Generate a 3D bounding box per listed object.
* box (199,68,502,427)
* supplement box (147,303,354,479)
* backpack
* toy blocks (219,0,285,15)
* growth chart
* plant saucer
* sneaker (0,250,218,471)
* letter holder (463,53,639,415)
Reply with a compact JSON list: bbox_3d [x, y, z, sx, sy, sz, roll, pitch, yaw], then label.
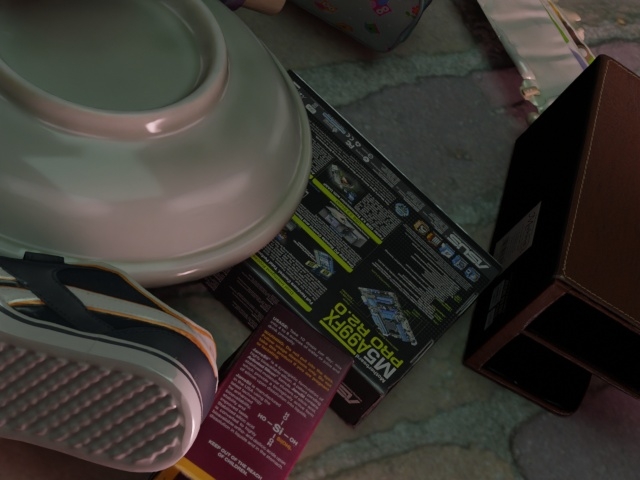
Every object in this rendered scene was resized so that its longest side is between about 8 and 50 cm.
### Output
[{"bbox_3d":[0.000,0.000,1.584,0.270,0.060,0.216,43,46,4],"label":"box"},{"bbox_3d":[-0.062,0.153,1.397,0.081,0.104,0.188,36,46,-4],"label":"supplement box"},{"bbox_3d":[0.058,-0.286,1.748,0.166,0.188,0.144,31,46,-9],"label":"backpack"},{"bbox_3d":[-0.116,-0.386,1.620,0.260,0.288,0.309,14,42,-31],"label":"toy blocks"},{"bbox_3d":[0.225,-0.216,1.904,0.172,0.021,0.237,-2,58,-44],"label":"growth chart"},{"bbox_3d":[-0.188,-0.137,1.489,0.400,0.100,0.400,12,44,-12],"label":"plant saucer"},{"bbox_3d":[-0.229,0.072,1.331,0.321,0.126,0.127,20,25,5],"label":"sneaker"},{"bbox_3d":[0.284,0.016,1.688,0.214,0.152,0.302,30,46,-12],"label":"letter holder"}]
